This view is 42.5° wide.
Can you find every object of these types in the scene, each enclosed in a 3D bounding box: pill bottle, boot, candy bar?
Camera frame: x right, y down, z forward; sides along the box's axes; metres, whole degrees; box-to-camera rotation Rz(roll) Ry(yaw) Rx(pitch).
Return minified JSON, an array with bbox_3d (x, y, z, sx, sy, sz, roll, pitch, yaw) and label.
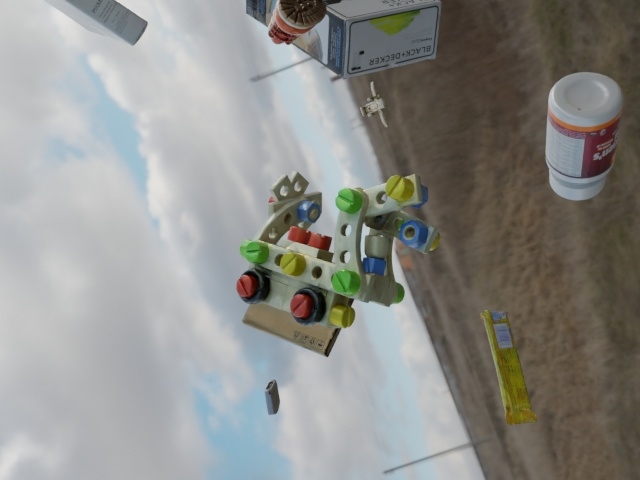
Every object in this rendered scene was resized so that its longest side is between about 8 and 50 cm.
[{"bbox_3d":[0.460,-0.178,1.449,0.221,0.121,0.121,73,-179,-52],"label":"pill bottle"},{"bbox_3d":[-0.035,-0.268,1.005,0.059,0.084,0.158,30,-152,-10],"label":"boot"},{"bbox_3d":[0.237,0.156,1.047,0.018,0.040,0.161,99,167,-55],"label":"candy bar"}]

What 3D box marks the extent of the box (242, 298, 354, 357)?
[{"bbox_3d":[-0.035,0.112,1.543,0.021,0.201,0.164,44,-112,-52],"label":"box"}]

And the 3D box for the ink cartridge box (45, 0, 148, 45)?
[{"bbox_3d":[-0.434,-0.423,1.398,0.189,0.066,0.232,28,175,45],"label":"ink cartridge box"}]

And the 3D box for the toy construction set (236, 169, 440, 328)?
[{"bbox_3d":[0.000,0.000,1.089,0.328,0.151,0.215,17,92,55],"label":"toy construction set"}]

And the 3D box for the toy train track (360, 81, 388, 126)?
[{"bbox_3d":[0.052,-0.137,0.854,0.083,0.014,0.048,-163,54,-80],"label":"toy train track"}]

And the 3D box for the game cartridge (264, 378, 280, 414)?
[{"bbox_3d":[-0.095,0.311,1.619,0.083,0.017,0.056,-47,-56,-82],"label":"game cartridge"}]

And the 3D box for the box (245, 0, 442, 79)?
[{"bbox_3d":[0.026,-0.347,1.229,0.290,0.169,0.087,45,143,43],"label":"box"}]
